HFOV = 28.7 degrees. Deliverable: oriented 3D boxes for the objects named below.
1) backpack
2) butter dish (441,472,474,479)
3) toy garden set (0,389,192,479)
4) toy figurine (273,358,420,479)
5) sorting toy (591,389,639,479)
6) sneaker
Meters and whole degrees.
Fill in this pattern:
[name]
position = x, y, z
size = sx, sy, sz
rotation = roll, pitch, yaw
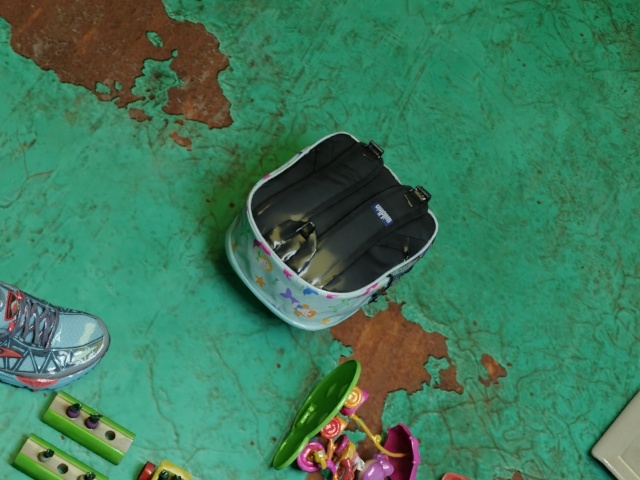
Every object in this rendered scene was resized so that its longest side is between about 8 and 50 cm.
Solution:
[backpack]
position = 0.000, 0.000, 1.674
size = 0.225, 0.191, 0.253
rotation = 46, 44, 9
[butter dish]
position = 0.231, 0.377, 1.607
size = 0.160, 0.118, 0.159
rotation = 26, 52, -10
[toy garden set]
position = -0.270, 0.312, 1.434
size = 0.204, 0.049, 0.244
rotation = 32, 52, -6
[toy figurine]
position = 0.051, 0.268, 1.600
size = 0.159, 0.130, 0.173
rotation = 41, 73, -11
[sorting toy]
position = 0.500, 0.331, 1.822
size = 0.196, 0.047, 0.348
rotation = 44, 51, 9
[sneaker]
position = -0.367, 0.107, 1.462
size = 0.262, 0.125, 0.104
rotation = 5, 60, -25
